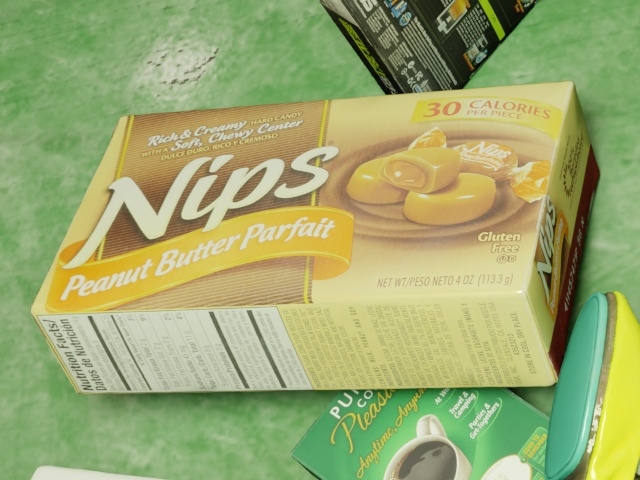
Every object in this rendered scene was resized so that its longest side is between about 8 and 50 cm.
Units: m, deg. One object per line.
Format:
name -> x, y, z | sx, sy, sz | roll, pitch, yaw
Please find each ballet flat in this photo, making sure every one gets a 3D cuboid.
ballet flat -> 0.152, 0.143, 1.041 | 0.077, 0.077, 0.231 | 20, 70, -6

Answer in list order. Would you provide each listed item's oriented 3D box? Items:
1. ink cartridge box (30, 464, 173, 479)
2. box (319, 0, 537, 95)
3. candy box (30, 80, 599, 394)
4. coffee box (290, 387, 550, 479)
ink cartridge box -> -0.062, 0.252, 1.057 | 0.289, 0.121, 0.211 | 2, 54, 34
box -> 0.086, -0.189, 1.210 | 0.045, 0.190, 0.184 | 36, 84, 31
candy box -> 0.000, 0.000, 1.187 | 0.316, 0.087, 0.183 | -3, 43, 23
coffee box -> 0.084, 0.137, 1.143 | 0.184, 0.040, 0.113 | 32, 81, 32
